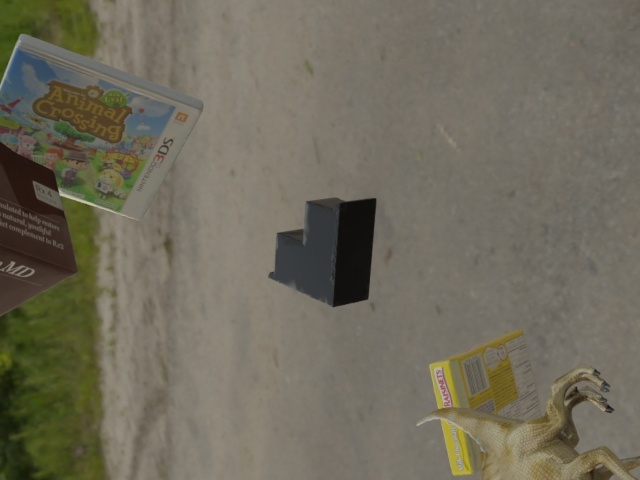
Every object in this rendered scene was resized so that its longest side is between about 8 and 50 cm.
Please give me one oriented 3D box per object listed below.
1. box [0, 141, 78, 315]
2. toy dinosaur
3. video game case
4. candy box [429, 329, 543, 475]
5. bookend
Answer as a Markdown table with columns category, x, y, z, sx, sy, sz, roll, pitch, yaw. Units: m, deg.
| category | x | y | z | sx | sy | sz | roll | pitch | yaw |
| --- | --- | --- | --- | --- | --- | --- | --- | --- | --- |
| box | -0.457 | 0.040 | 1.002 | 0.191 | 0.381 | 0.143 | 30 | -146 | -59 |
| toy dinosaur | 0.117 | 0.110 | 0.537 | 0.053 | 0.093 | 0.183 | 54 | 172 | -36 |
| video game case | -0.270 | -0.121 | 1.149 | 0.193 | 0.212 | 0.023 | -54 | 28 | 37 |
| candy box | 0.168 | 0.153 | 0.983 | 0.027 | 0.206 | 0.105 | -11 | 87 | 30 |
| bookend | 0.000 | 0.000 | 1.494 | 0.157 | 0.072 | 0.156 | 20 | 112 | 47 |
